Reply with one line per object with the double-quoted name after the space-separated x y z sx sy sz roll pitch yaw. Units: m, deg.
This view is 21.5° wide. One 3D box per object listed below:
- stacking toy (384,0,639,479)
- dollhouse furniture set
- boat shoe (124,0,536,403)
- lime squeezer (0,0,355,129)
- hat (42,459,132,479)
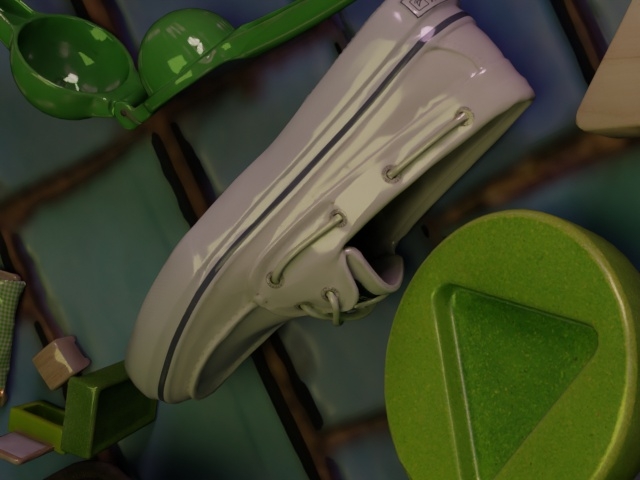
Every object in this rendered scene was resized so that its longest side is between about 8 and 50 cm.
0.181 0.060 0.638 0.309 0.130 0.279 -57 46 23 "stacking toy"
-0.156 0.062 0.821 0.152 0.058 0.076 18 109 24 "dollhouse furniture set"
0.000 0.000 0.707 0.076 0.083 0.226 44 117 15 "boat shoe"
-0.080 -0.103 0.743 0.310 0.059 0.110 9 106 27 "lime squeezer"
-0.145 0.266 0.738 0.331 0.134 0.331 -3 87 57 "hat"
